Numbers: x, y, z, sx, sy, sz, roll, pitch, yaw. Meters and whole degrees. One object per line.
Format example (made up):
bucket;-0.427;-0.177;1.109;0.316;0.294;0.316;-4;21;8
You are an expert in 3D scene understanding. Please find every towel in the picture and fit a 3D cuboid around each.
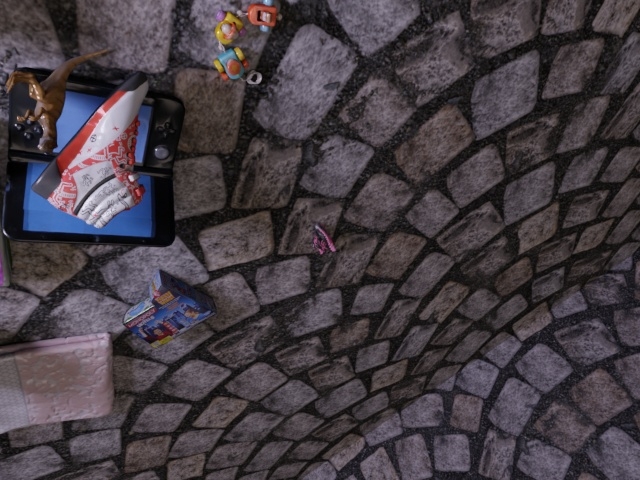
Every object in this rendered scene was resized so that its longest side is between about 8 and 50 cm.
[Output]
towel;-0.719;0.386;1.256;0.317;0.053;0.331;-4;131;-27

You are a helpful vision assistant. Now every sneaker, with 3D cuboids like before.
sneaker;0.000;0.000;1.313;0.057;0.047;0.119;-23;136;8
sneaker;-0.351;-0.151;0.828;0.145;0.090;0.270;41;80;-30

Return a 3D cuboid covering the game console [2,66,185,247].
game console;-0.401;-0.140;0.865;0.293;0.173;0.250;3;127;-31

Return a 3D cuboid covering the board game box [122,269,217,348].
board game box;-0.403;0.171;1.229;0.194;0.060;0.194;-30;136;-1

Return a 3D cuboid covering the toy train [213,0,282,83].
toy train;-0.137;-0.370;0.893;0.125;0.046;0.166;-2;129;-27

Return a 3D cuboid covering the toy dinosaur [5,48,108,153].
toy dinosaur;-0.447;-0.247;0.784;0.112;0.064;0.211;22;74;-41

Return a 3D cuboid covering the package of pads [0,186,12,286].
package of pads;-0.702;-0.033;0.847;0.229;0.101;0.296;-3;130;-27
